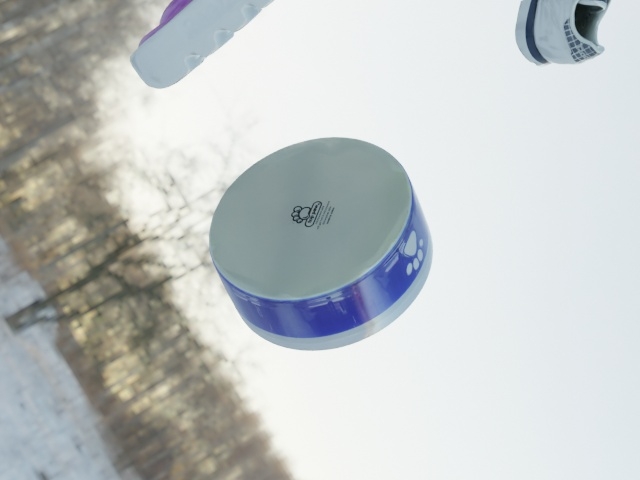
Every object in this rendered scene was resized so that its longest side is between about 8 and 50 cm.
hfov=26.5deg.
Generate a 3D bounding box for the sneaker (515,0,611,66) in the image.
[{"bbox_3d":[0.281,-0.305,1.483,0.095,0.090,0.235,2,-94,53],"label":"sneaker"}]

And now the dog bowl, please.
[{"bbox_3d":[0.000,0.000,1.681,0.265,0.265,0.104,48,-12,42],"label":"dog bowl"}]

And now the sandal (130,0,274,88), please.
[{"bbox_3d":[-0.006,-0.276,1.006,0.102,0.416,0.169,45,12,-10],"label":"sandal"}]
